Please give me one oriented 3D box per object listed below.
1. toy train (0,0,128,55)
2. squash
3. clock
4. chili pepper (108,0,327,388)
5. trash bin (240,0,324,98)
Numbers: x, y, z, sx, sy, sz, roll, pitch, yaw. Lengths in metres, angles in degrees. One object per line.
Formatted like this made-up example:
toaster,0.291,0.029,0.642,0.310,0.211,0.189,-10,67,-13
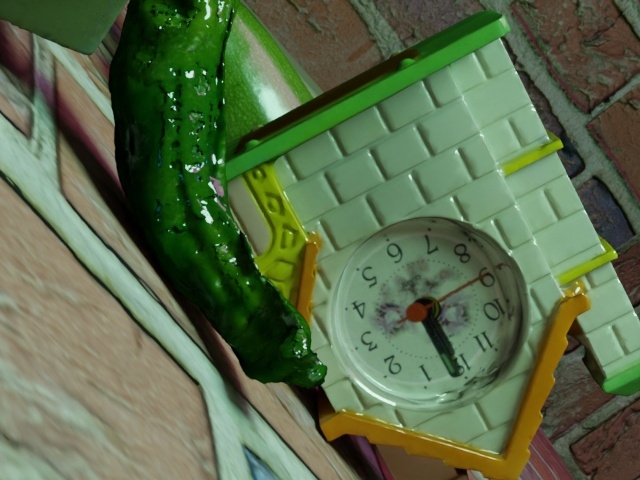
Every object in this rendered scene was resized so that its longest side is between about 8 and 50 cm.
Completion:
toy train,-0.106,-0.257,0.649,0.131,0.299,0.202,28,20,-27
squash,0.000,0.000,0.889,0.395,0.107,0.107,56,5,-9
clock,0.063,0.024,0.769,0.255,0.220,0.106,61,5,-10
chili pepper,-0.063,-0.056,0.653,0.065,0.122,0.279,-3,81,-57
trash bin,-0.039,-0.086,1.049,0.247,0.121,0.243,51,6,-8
